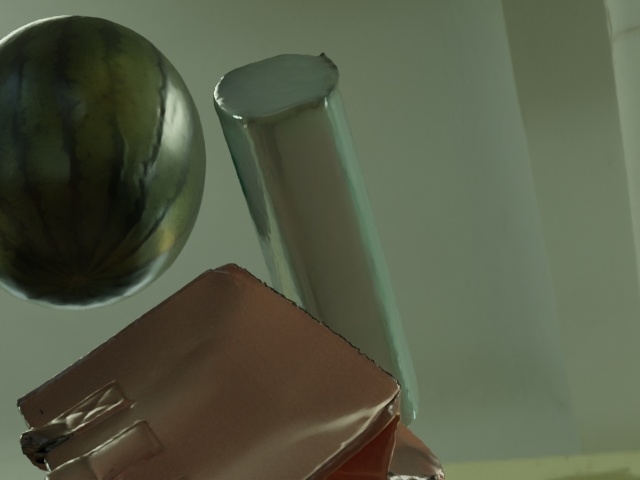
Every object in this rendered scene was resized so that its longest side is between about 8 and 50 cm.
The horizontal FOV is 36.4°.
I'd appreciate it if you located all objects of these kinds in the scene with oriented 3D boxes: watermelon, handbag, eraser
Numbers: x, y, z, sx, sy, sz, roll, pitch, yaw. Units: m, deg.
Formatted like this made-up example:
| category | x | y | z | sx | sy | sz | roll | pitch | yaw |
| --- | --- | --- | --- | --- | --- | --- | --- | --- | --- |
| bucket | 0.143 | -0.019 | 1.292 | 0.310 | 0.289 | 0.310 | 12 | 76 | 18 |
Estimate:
| category | x | y | z | sx | sy | sz | roll | pitch | yaw |
| --- | --- | --- | --- | --- | --- | --- | --- | --- | --- |
| watermelon | -0.265 | -0.094 | 1.062 | 0.278 | 0.359 | 0.279 | -3 | -37 | -2 |
| handbag | -0.057 | 0.096 | 0.470 | 0.157 | 0.212 | 0.059 | -34 | -62 | -16 |
| eraser | 0.000 | 0.000 | 0.816 | 0.104 | 0.189 | 0.290 | -19 | -70 | -7 |
